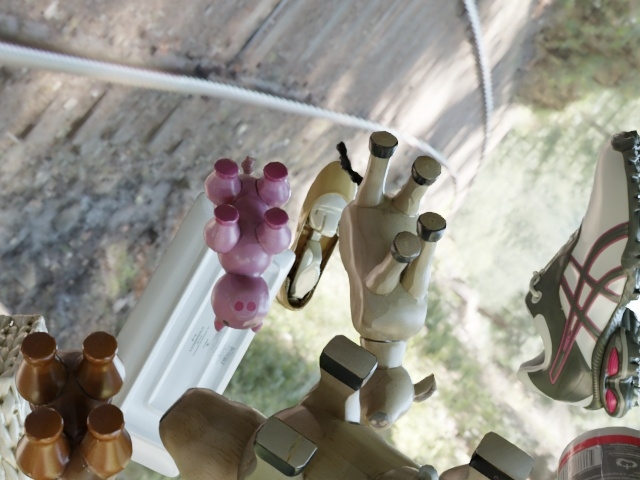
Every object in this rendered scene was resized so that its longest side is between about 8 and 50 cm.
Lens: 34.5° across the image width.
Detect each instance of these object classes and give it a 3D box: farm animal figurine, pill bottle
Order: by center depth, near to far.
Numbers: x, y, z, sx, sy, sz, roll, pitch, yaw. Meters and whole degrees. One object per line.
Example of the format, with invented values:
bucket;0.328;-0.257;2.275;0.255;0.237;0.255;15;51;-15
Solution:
farm animal figurine;-0.005;0.116;0.630;0.330;0.327;0.172;-28;152;-29
pill bottle;0.423;0.428;1.447;0.176;0.176;0.318;-53;-170;33

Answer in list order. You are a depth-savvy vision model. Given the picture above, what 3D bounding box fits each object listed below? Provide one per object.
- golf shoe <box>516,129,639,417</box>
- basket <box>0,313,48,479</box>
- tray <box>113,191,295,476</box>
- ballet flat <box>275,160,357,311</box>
golf shoe;0.249;0.032;0.962;0.105;0.120;0.272;-29;123;-65
basket;-0.247;0.144;0.748;0.113;0.103;0.167;-97;-178;-68
tray;-0.128;0.100;1.042;0.030;0.145;0.270;16;-105;50
ballet flat;0.000;0.000;1.487;0.073;0.080;0.232;-121;-129;-66
